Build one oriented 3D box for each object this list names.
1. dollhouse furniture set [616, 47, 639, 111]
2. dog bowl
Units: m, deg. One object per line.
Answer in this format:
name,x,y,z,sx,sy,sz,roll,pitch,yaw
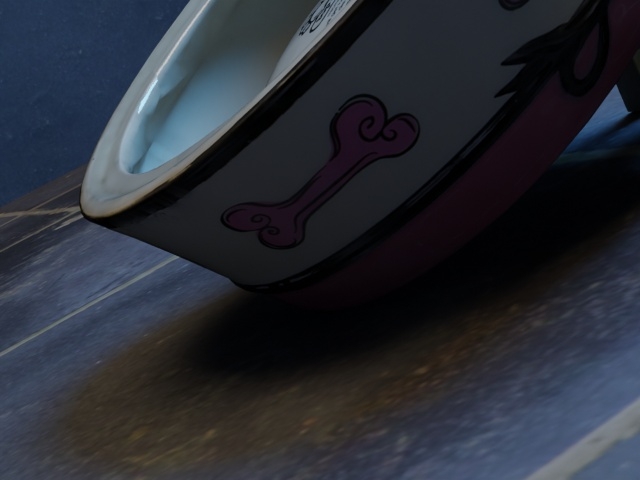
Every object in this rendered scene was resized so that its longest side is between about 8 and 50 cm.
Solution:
dollhouse furniture set,0.261,-0.177,0.953,0.151,0.123,0.144,-29,12,-18
dog bowl,0.038,-0.130,0.858,0.408,0.150,0.408,-43,21,21
